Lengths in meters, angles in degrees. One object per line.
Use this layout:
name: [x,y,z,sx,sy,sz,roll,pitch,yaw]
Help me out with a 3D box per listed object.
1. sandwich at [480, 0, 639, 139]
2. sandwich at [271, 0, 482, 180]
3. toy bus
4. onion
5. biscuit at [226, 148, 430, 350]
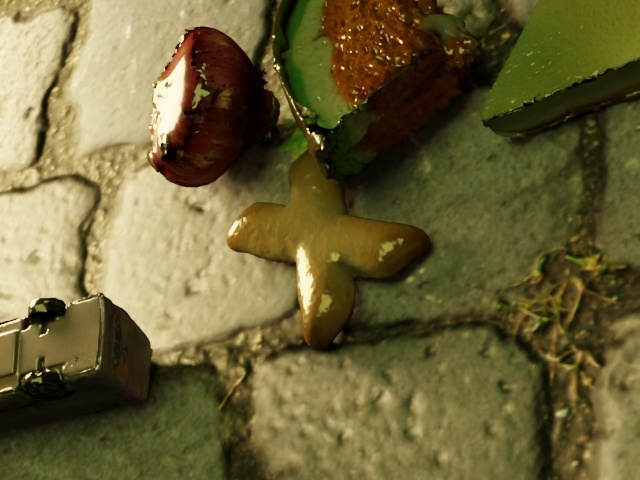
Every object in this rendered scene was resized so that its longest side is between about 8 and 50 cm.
sandwich: [0.274,-0.227,1.783,0.245,0.063,0.212,-21,49,23]
sandwich: [0.050,-0.191,1.867,0.212,0.109,0.292,-26,44,-3]
toy bus: [-0.331,0.150,1.920,0.317,0.138,0.112,-13,61,28]
onion: [-0.116,-0.145,1.955,0.147,0.184,0.184,5,56,-10]
biscuit: [0.001,-0.001,1.838,0.164,0.047,0.208,-46,47,3]
